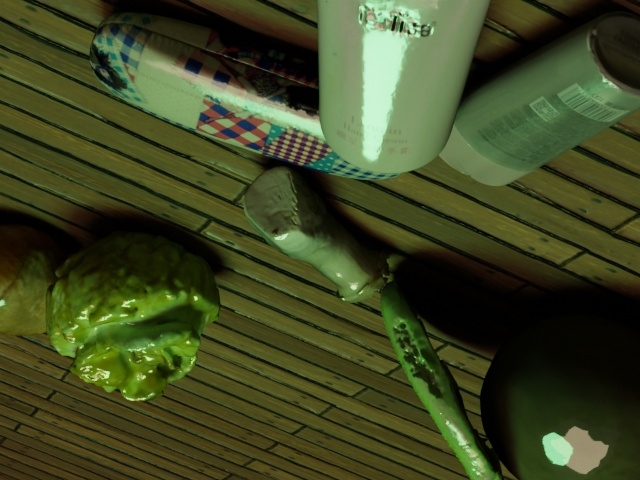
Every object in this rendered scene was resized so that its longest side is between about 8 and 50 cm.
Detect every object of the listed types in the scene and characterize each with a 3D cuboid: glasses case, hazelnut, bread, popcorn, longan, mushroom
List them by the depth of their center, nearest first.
[{"bbox_3d":[-0.064,-0.136,1.785,0.327,0.076,0.125,19,158,-1],"label":"glasses case"},{"bbox_3d":[-0.003,-0.001,2.035,0.092,0.081,0.223,25,168,40],"label":"mushroom"},{"bbox_3d":[0.300,0.188,2.063,0.248,0.248,0.248,15,156,7],"label":"longan"},{"bbox_3d":[0.143,0.182,2.124,0.045,0.301,0.301,-28,145,4],"label":"bread"},{"bbox_3d":[-0.233,0.084,2.265,0.204,0.183,0.221,16,146,-28],"label":"popcorn"},{"bbox_3d":[-0.391,0.047,2.348,0.150,0.150,0.150,15,156,7],"label":"hazelnut"}]

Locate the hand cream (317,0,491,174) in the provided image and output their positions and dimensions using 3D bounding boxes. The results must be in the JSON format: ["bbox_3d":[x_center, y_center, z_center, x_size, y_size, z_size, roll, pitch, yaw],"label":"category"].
[{"bbox_3d":[0.067,-0.194,1.539,0.185,0.118,0.358,17,148,8],"label":"hand cream"}]

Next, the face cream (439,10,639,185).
[{"bbox_3d":[0.198,-0.120,1.639,0.107,0.073,0.269,30,154,-15],"label":"face cream"}]
